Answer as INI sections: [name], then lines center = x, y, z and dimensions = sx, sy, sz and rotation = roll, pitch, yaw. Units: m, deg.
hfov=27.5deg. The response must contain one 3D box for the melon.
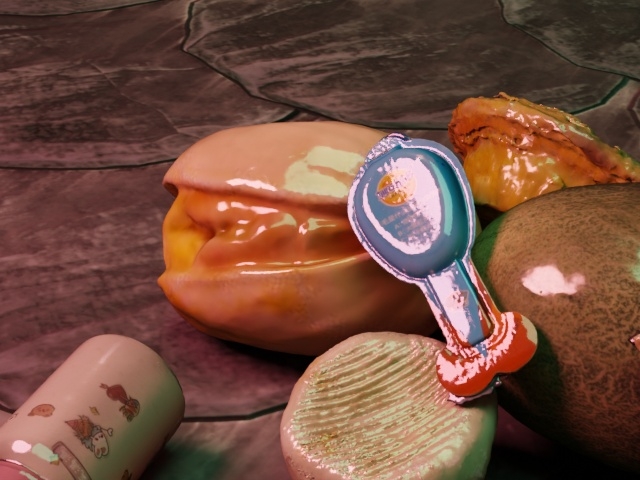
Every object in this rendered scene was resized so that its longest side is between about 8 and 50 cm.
[melon]
center = 0.270, 0.071, 1.090
dimensions = 0.329, 0.248, 0.248
rotation = 10, 32, 21

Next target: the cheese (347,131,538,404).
[cheese]
center = 0.094, 0.013, 1.062
dimensions = 0.106, 0.037, 0.256
rotation = -30, 58, 11

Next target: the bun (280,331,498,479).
[bun]
center = 0.057, 0.161, 1.054
dimensions = 0.183, 0.102, 0.183
rotation = -5, 43, 5

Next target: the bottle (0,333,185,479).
[bottle]
center = -0.202, 0.176, 1.006
dimensions = 0.110, 0.110, 0.233
rotation = 14, 34, 17

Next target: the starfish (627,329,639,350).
[starfish]
center = 0.332, 0.215, 0.885
dimensions = 0.432, 0.082, 0.324
rotation = 5, 75, 0

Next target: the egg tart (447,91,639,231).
[egg tart]
center = 0.240, -0.033, 1.300
dimensions = 0.288, 0.288, 0.118
rotation = 26, 75, 32

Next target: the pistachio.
[pistachio]
center = 0.000, 0.000, 1.226
dimensions = 0.309, 0.230, 0.230
rotation = 0, 31, 8
